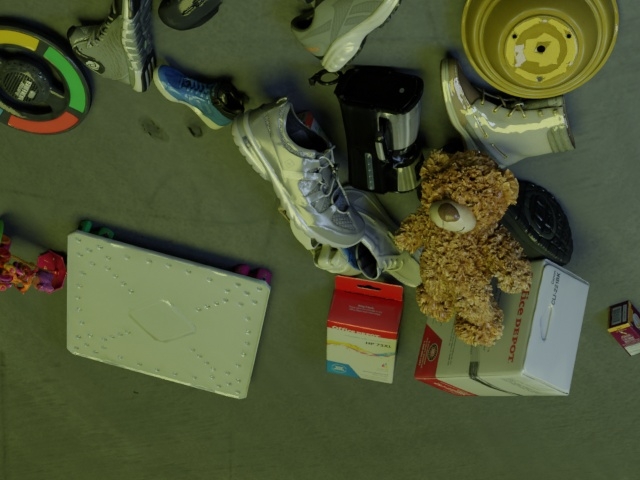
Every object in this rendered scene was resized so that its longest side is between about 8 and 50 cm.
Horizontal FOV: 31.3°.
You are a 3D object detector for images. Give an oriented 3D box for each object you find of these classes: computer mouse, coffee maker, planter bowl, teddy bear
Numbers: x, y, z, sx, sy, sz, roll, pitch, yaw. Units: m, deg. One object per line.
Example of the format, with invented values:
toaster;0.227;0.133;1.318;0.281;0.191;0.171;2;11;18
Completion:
computer mouse;-0.149;-0.370;1.669;0.242;0.041;0.071;-26;123;36
coffee maker;0.082;-0.174;1.773;0.171;0.120;0.178;33;147;32
planter bowl;0.300;-0.275;1.558;0.217;0.090;0.217;4;122;6
teddy bear;0.211;0.024;1.758;0.245;0.113;0.338;52;150;25

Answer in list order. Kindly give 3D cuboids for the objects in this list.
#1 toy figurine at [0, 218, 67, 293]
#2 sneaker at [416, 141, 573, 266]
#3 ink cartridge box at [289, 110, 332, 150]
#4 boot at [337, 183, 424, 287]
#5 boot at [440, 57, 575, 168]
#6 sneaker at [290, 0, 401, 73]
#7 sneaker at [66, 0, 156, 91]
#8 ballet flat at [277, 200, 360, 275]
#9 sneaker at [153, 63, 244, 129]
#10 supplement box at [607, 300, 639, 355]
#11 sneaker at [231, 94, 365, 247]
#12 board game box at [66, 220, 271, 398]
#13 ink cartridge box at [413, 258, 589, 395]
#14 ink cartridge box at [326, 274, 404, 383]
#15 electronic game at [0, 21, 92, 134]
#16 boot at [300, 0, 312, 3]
toy figurine;-0.561;0.056;2.185;0.159;0.173;0.130;21;113;-25
sneaker;0.284;-0.045;1.859;0.286;0.109;0.130;36;142;-8
ink cartridge box;-0.025;-0.172;1.829;0.029;0.063;0.115;-13;130;28
boot;0.101;0.027;1.960;0.095;0.123;0.258;-23;126;35
boot;0.278;-0.199;1.700;0.165;0.077;0.213;-13;129;24
sneaker;0.051;-0.344;1.596;0.108;0.100;0.271;34;135;-13
sneaker;-0.328;-0.325;1.741;0.132;0.086;0.229;13;139;7
ballet flat;0.000;0.000;1.994;0.086;0.086;0.248;-13;131;29
sneaker;-0.186;-0.238;1.806;0.084;0.058;0.152;-21;131;41
supplement box;0.546;0.156;2.018;0.043;0.055;0.083;-23;127;35
sneaker;-0.013;-0.101;1.769;0.115;0.105;0.281;-29;117;30
board game box;-0.307;0.143;2.266;0.389;0.050;0.390;15;138;1
ink cartridge box;0.300;0.152;1.911;0.114;0.197;0.273;24;161;-28
ink cartridge box;0.082;0.168;2.142;0.134;0.078;0.231;9;143;7
electronic game;-0.487;-0.263;1.881;0.229;0.048;0.229;8;138;8
boot;-0.093;-0.430;1.569;0.208;0.076;0.190;23;115;18
